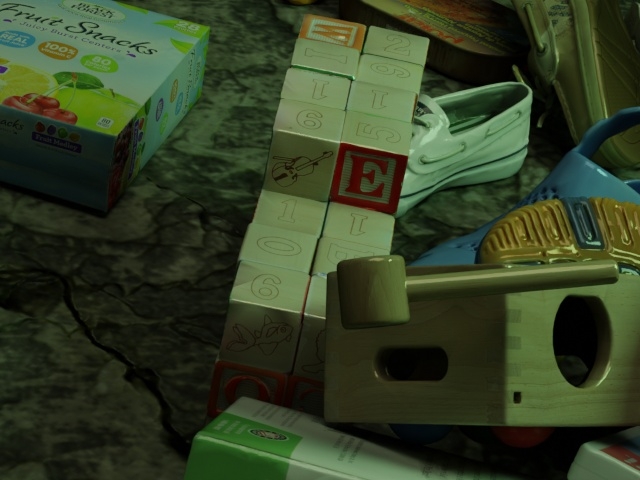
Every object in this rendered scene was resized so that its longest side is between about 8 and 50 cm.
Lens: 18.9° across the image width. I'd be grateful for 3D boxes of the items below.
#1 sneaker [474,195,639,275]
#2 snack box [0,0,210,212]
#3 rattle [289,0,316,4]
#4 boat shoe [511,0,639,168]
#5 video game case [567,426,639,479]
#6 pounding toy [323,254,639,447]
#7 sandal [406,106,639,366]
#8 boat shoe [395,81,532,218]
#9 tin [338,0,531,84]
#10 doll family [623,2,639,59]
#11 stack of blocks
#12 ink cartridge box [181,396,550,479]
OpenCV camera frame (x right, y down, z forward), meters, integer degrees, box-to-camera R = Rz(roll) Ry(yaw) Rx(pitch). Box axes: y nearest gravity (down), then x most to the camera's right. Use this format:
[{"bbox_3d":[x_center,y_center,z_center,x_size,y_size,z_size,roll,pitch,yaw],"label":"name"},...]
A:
[{"bbox_3d":[0.211,0.056,1.211,0.296,0.131,0.112,10,56,-27],"label":"sneaker"},{"bbox_3d":[-0.197,-0.116,1.427,0.174,0.070,0.207,16,30,8],"label":"snack box"},{"bbox_3d":[-0.023,-0.284,1.787,0.130,0.143,0.199,26,-2,-44],"label":"rattle"},{"bbox_3d":[0.203,-0.164,1.587,0.089,0.104,0.285,-26,46,22],"label":"boat shoe"},{"bbox_3d":[0.274,0.155,1.086,0.204,0.025,0.285,27,12,23],"label":"video game case"},{"bbox_3d":[0.082,0.060,0.984,0.181,0.094,0.206,-4,-6,44],"label":"pounding toy"},{"bbox_3d":[0.160,-0.004,1.303,0.126,0.138,0.317,33,39,27],"label":"sandal"},{"bbox_3d":[0.068,-0.076,1.441,0.226,0.076,0.083,-19,43,-40],"label":"boat shoe"},{"bbox_3d":[0.101,-0.189,1.671,0.189,0.040,0.106,29,32,25],"label":"tin"},{"bbox_3d":[0.354,-0.141,1.594,0.163,0.118,0.263,0,33,-19],"label":"doll family"},{"bbox_3d":[0.000,0.000,1.211,0.087,0.171,0.297,12,32,1],"label":"stack of blocks"},{"bbox_3d":[0.041,0.158,0.994,0.219,0.093,0.160,15,3,6],"label":"ink cartridge box"}]
